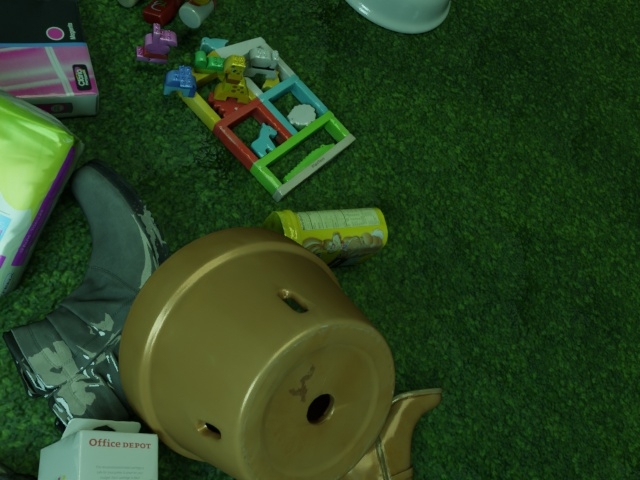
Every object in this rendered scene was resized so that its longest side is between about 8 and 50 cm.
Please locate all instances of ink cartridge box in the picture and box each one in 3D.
[{"bbox_3d":[-0.231,0.263,0.626,0.092,0.090,0.143,23,47,-43],"label":"ink cartridge box"},{"bbox_3d":[-0.512,-0.247,0.828,0.371,0.069,0.175,-11,73,-25],"label":"ink cartridge box"}]

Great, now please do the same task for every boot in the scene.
[{"bbox_3d":[-0.291,0.069,0.753,0.223,0.118,0.338,-29,78,-26],"label":"boot"},{"bbox_3d":[0.109,0.300,0.848,0.197,0.073,0.152,-18,74,-16],"label":"boot"}]

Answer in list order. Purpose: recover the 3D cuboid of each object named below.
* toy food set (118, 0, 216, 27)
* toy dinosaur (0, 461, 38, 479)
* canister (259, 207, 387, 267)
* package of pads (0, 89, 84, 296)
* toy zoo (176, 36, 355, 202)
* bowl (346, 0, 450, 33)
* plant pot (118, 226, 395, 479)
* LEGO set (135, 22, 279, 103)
[{"bbox_3d":[-0.247,-0.425,0.980,0.232,0.111,0.104,17,57,20],"label":"toy food set"},{"bbox_3d":[-0.331,0.280,0.649,0.268,0.118,0.064,42,92,1],"label":"toy dinosaur"},{"bbox_3d":[0.000,0.000,0.901,0.170,0.126,0.073,-5,70,-27],"label":"canister"},{"bbox_3d":[-0.461,-0.096,0.708,0.297,0.101,0.229,26,89,-12],"label":"package of pads"},{"bbox_3d":[-0.102,-0.225,1.011,0.293,0.030,0.192,47,58,2],"label":"toy zoo"},{"bbox_3d":[0.168,-0.582,1.228,0.298,0.134,0.297,9,65,-19],"label":"bowl"},{"bbox_3d":[-0.054,0.149,0.687,0.291,0.203,0.290,-13,113,-33],"label":"plant pot"},{"bbox_3d":[-0.162,-0.272,0.932,0.227,0.093,0.086,1,67,-23],"label":"LEGO set"}]
